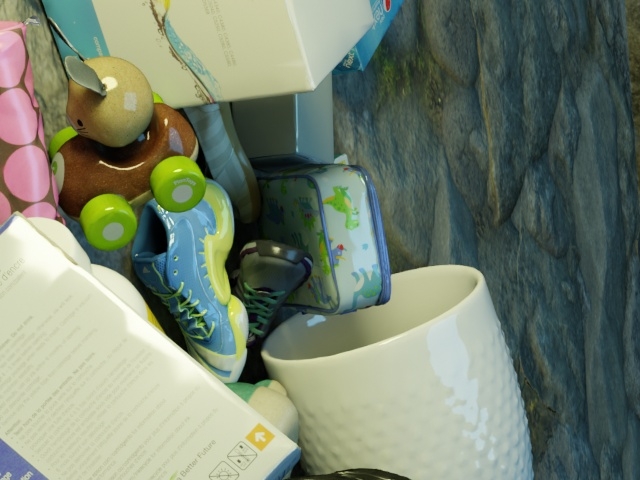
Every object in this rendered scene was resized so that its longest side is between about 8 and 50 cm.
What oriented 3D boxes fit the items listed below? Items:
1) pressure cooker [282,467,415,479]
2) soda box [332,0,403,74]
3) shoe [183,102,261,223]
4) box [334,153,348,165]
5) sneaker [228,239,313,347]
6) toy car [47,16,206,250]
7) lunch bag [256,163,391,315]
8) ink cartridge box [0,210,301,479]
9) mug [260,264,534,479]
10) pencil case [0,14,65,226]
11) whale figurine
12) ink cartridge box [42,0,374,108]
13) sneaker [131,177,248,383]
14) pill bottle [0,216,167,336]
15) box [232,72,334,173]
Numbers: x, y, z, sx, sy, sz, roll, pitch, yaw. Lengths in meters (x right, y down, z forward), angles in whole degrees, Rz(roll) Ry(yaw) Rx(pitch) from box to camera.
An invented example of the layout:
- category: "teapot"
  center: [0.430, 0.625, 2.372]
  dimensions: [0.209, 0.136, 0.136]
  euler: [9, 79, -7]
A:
- category: "pressure cooker"
  center: [0.067, 0.455, 1.767]
  dimensions: [0.420, 0.375, 0.370]
  euler: [34, 22, -48]
- category: "soda box"
  center: [0.049, -0.309, 2.374]
  dimensions: [0.210, 0.067, 0.071]
  euler: [-61, 139, -49]
- category: "shoe"
  center: [-0.120, -0.107, 2.001]
  dimensions: [0.076, 0.058, 0.219]
  euler: [-124, -165, -53]
- category: "box"
  center: [0.011, 0.017, 2.240]
  dimensions: [0.100, 0.060, 0.244]
  euler: [-32, 114, -62]
- category: "sneaker"
  center: [-0.063, 0.068, 1.951]
  dimensions: [0.223, 0.083, 0.098]
  euler: [124, -21, -71]
- category: "toy car"
  center: [-0.212, -0.116, 1.635]
  dimensions: [0.155, 0.149, 0.188]
  euler: [58, -4, 48]
- category: "lunch bag"
  center: [0.000, 0.000, 2.010]
  dimensions: [0.090, 0.219, 0.176]
  euler: [-12, 95, -23]
- category: "ink cartridge box"
  center: [-0.229, 0.181, 1.367]
  dimensions: [0.303, 0.307, 0.072]
  euler: [-47, 165, -19]
- category: "mug"
  center: [0.089, 0.229, 2.074]
  dimensions: [0.276, 0.374, 0.328]
  euler: [-25, 104, -24]
- category: "pencil case"
  center: [-0.291, -0.099, 1.597]
  dimensions: [0.098, 0.095, 0.209]
  euler: [-141, -137, -76]
- category: "whale figurine"
  center: [-0.104, 0.251, 1.908]
  dimensions: [0.272, 0.141, 0.216]
  euler: [79, 27, -74]
- category: "ink cartridge box"
  center: [-0.117, -0.262, 1.775]
  dimensions: [0.198, 0.270, 0.197]
  euler: [-53, 132, -55]
- category: "sneaker"
  center: [-0.153, 0.054, 1.885]
  dimensions: [0.126, 0.091, 0.240]
  euler: [-12, 97, -46]
- category: "pill bottle"
  center: [-0.216, 0.144, 1.587]
  dimensions: [0.188, 0.188, 0.334]
  euler: [-71, 146, -41]
- category: "box"
  center: [-0.047, -0.226, 2.123]
  dimensions: [0.113, 0.094, 0.275]
  euler: [17, 70, -63]
